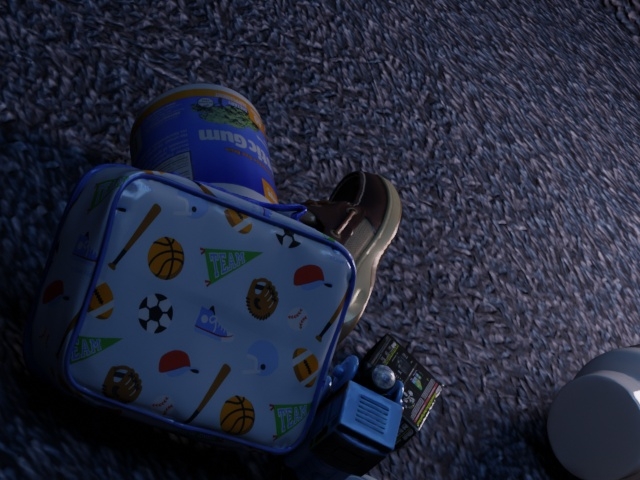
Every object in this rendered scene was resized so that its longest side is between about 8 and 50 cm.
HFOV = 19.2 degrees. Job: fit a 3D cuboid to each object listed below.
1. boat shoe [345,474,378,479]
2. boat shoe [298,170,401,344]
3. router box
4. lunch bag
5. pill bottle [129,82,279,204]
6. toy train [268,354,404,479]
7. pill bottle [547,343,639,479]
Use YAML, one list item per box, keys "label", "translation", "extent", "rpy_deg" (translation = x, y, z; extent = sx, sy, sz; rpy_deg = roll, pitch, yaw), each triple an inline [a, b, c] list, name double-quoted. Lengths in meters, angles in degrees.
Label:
- label: "boat shoe"
  translation: [0.054, 0.320, 1.813]
  extent: [0.081, 0.079, 0.227]
  rpy_deg: [18, 40, -49]
- label: "boat shoe"
  translation: [0.000, 0.000, 2.155]
  extent: [0.123, 0.123, 0.342]
  rpy_deg: [40, 33, -12]
- label: "router box"
  translation: [0.081, 0.167, 2.113]
  extent: [0.092, 0.038, 0.122]
  rpy_deg: [43, 27, -1]
- label: "lunch bag"
  translation: [-0.113, 0.062, 1.775]
  extent: [0.303, 0.243, 0.115]
  rpy_deg: [21, -9, -34]
- label: "pill bottle"
  translation: [-0.118, -0.029, 1.989]
  extent: [0.152, 0.152, 0.272]
  rpy_deg: [27, 31, -31]
- label: "toy train"
  translation: [0.014, 0.188, 1.846]
  extent: [0.080, 0.184, 0.105]
  rpy_deg: [30, 49, -14]
- label: "pill bottle"
  translation: [0.410, 0.215, 2.349]
  extent: [0.176, 0.176, 0.318]
  rpy_deg: [54, 28, 19]
